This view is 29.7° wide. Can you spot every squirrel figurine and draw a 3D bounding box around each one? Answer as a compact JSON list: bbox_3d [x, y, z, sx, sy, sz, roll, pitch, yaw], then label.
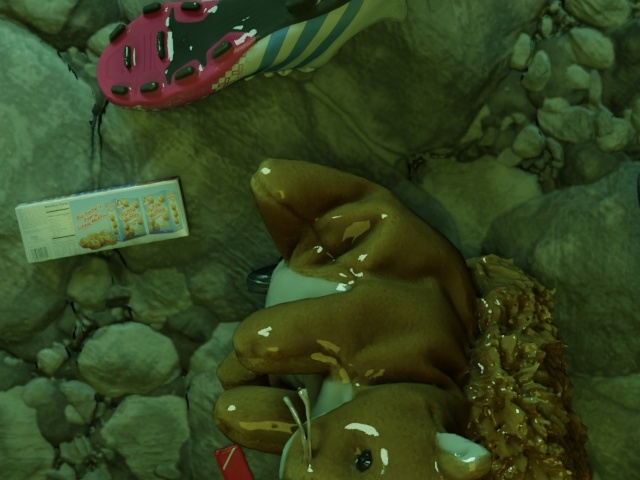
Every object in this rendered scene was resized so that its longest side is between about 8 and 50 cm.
[{"bbox_3d":[0.101,0.150,1.149,0.396,0.370,0.281,10,119,-19],"label":"squirrel figurine"}]

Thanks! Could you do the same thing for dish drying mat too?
[{"bbox_3d":[-0.094,0.274,1.385,0.032,0.008,0.083,-19,104,3],"label":"dish drying mat"}]

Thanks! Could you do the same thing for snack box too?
[{"bbox_3d":[-0.233,-0.022,1.299,0.178,0.022,0.064,-10,104,2],"label":"snack box"}]

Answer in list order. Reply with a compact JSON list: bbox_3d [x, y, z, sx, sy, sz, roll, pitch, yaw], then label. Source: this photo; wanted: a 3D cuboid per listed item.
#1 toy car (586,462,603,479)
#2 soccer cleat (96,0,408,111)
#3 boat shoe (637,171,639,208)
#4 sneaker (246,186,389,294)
[{"bbox_3d":[0.223,0.291,1.329,0.159,0.136,0.182,36,101,-10],"label":"toy car"},{"bbox_3d":[-0.065,-0.197,1.213,0.331,0.143,0.116,-20,66,23],"label":"soccer cleat"},{"bbox_3d":[0.423,0.067,1.288,0.103,0.118,0.321,-16,97,8],"label":"boat shoe"},{"bbox_3d":[0.000,0.001,1.296,0.170,0.051,0.089,-9,106,-4],"label":"sneaker"}]
